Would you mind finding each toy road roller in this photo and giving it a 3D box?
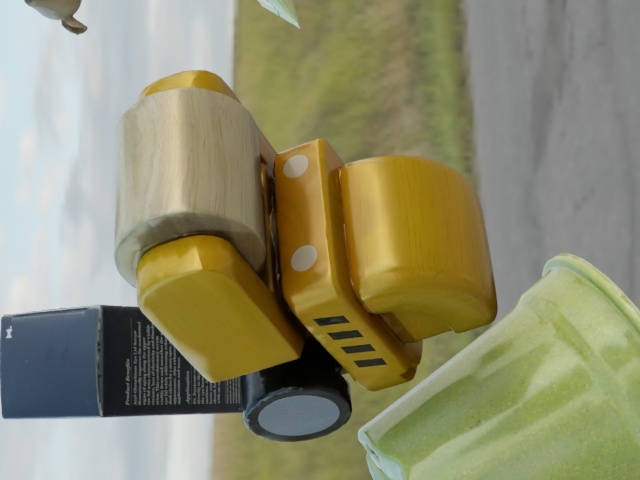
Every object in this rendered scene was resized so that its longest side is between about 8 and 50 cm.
[{"bbox_3d":[0.000,0.000,1.151,0.329,0.241,0.202,50,-154,-48],"label":"toy road roller"}]

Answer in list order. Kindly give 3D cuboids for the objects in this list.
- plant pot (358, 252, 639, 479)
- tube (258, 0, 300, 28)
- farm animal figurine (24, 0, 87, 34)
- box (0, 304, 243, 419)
[{"bbox_3d":[0.184,0.192,1.290,0.276,0.254,0.276,58,171,15],"label":"plant pot"},{"bbox_3d":[-0.086,-0.337,1.497,0.070,0.062,0.240,-76,-31,-47],"label":"tube"},{"bbox_3d":[-0.299,-0.268,1.256,0.327,0.330,0.172,-62,15,-18],"label":"farm animal figurine"},{"bbox_3d":[-0.198,0.125,1.421,0.207,0.153,0.108,5,-99,-49],"label":"box"}]
